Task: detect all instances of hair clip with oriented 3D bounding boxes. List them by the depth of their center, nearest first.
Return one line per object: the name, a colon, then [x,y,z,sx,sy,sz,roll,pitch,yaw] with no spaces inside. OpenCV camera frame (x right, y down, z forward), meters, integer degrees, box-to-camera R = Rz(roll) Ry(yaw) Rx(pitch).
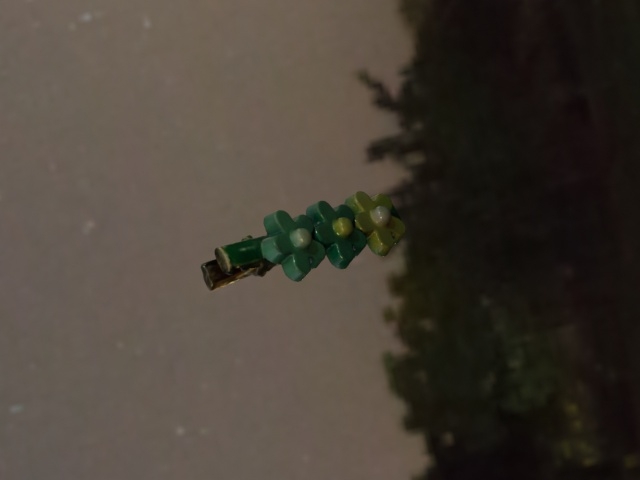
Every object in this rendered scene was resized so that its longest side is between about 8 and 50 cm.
hair clip: [0.001,0.001,1.104,0.173,0.049,0.049,-18,-84,-44]
